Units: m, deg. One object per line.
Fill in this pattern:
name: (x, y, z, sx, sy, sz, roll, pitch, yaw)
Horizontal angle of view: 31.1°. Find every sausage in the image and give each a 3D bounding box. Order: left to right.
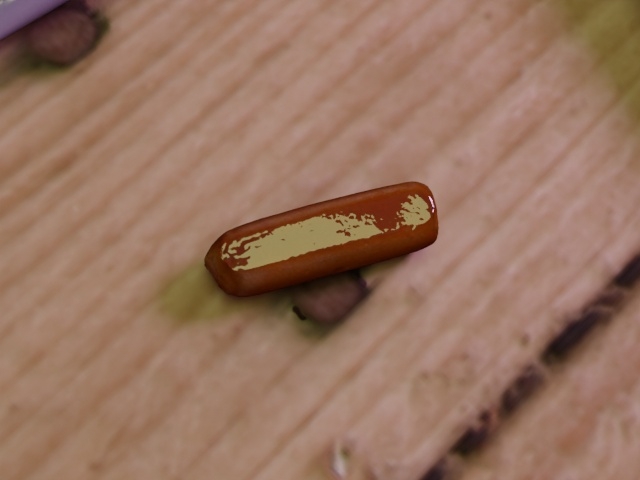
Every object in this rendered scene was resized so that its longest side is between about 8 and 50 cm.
sausage: (0.000, 0.000, 0.640, 0.131, 0.039, 0.041, -15, 79, -10)

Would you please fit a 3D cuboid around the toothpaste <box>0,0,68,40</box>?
toothpaste: (-0.117, -0.221, 0.696, 0.371, 0.080, 0.125, -29, 75, -10)
